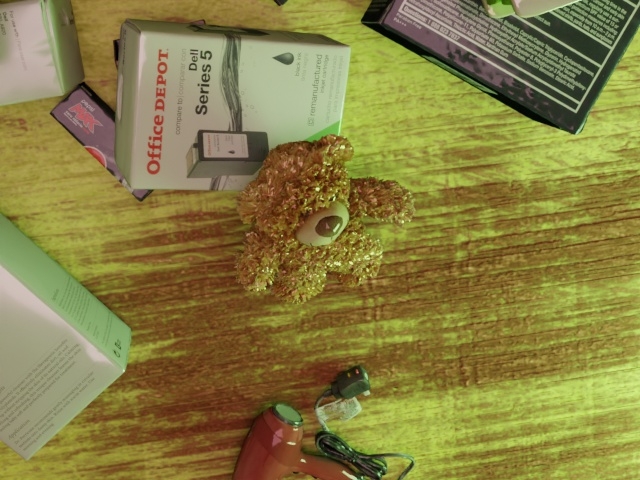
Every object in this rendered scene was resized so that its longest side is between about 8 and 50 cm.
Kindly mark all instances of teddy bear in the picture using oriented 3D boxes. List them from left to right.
[{"bbox_3d":[0.000,0.000,1.223,0.245,0.338,0.113,-4,62,-14],"label":"teddy bear"}]

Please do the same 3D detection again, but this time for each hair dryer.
[{"bbox_3d":[-0.017,0.338,1.401,0.294,0.080,0.223,-24,106,1],"label":"hair dryer"}]

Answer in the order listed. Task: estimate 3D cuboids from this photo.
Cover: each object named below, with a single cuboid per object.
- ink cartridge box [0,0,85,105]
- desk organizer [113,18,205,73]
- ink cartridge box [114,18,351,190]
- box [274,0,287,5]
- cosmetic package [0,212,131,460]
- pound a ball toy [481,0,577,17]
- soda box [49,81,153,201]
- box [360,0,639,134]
[{"bbox_3d":[-0.446,-0.221,1.148,0.278,0.201,0.117,-10,107,-4],"label":"ink cartridge box"},{"bbox_3d":[-0.210,-0.255,1.245,0.130,0.047,0.050,-13,103,-3],"label":"desk organizer"},{"bbox_3d":[-0.116,-0.169,1.202,0.273,0.115,0.198,-1,110,-22],"label":"ink cartridge box"},{"bbox_3d":[-0.033,-0.450,1.208,0.231,0.056,0.183,-43,105,5],"label":"box"},{"bbox_3d":[-0.451,0.090,1.245,0.197,0.155,0.365,-41,107,6],"label":"cosmetic package"},{"bbox_3d":[0.337,-0.352,1.008,0.319,0.208,0.135,-20,104,-1],"label":"pound a ball toy"},{"bbox_3d":[-0.282,-0.133,1.265,0.060,0.053,0.169,-43,104,6],"label":"soda box"},{"bbox_3d":[0.257,-0.338,1.201,0.296,0.183,0.294,28,100,-11],"label":"box"}]
